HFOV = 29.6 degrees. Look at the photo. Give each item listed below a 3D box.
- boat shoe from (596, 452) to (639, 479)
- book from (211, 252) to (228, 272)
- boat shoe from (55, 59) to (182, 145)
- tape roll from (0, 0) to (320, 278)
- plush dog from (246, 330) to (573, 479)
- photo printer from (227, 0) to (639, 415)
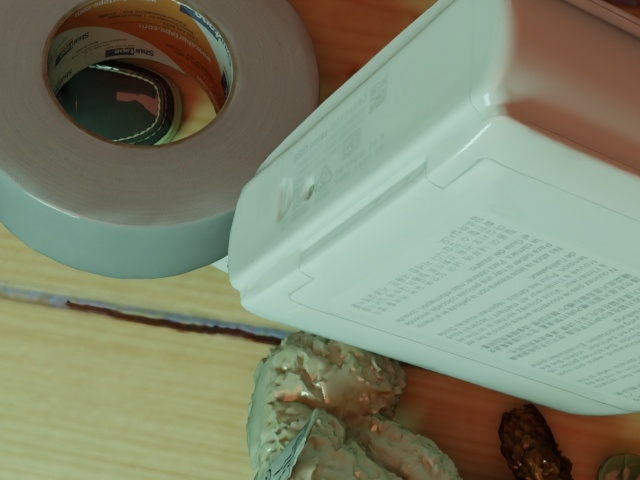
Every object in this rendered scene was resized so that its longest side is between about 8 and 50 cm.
[{"bbox_3d":[0.208,0.201,0.772,0.050,0.045,0.135,-10,85,1],"label":"boat shoe"},{"bbox_3d":[0.000,0.000,0.781,0.144,0.035,0.096,26,54,9],"label":"book"},{"bbox_3d":[-0.209,-0.089,0.816,0.224,0.073,0.080,4,90,8],"label":"boat shoe"},{"bbox_3d":[-0.114,-0.088,0.750,0.219,0.072,0.219,6,62,-10],"label":"tape roll"},{"bbox_3d":[0.060,0.202,0.737,0.225,0.210,0.262,14,92,-15],"label":"plush dog"},{"bbox_3d":[0.141,0.000,0.645,0.308,0.256,0.107,19,59,-24],"label":"photo printer"}]
